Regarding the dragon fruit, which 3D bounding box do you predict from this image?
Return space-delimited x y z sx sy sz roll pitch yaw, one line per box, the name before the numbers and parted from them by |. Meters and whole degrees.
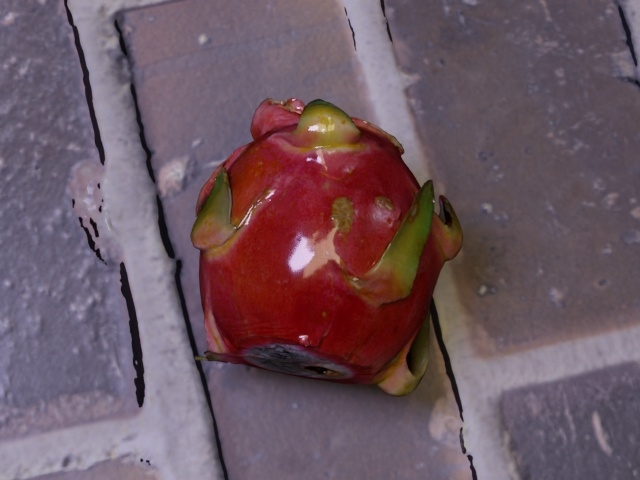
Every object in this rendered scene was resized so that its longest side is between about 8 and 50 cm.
dragon fruit | 0.001 0.005 1.322 0.224 0.224 0.227 20 73 -2
